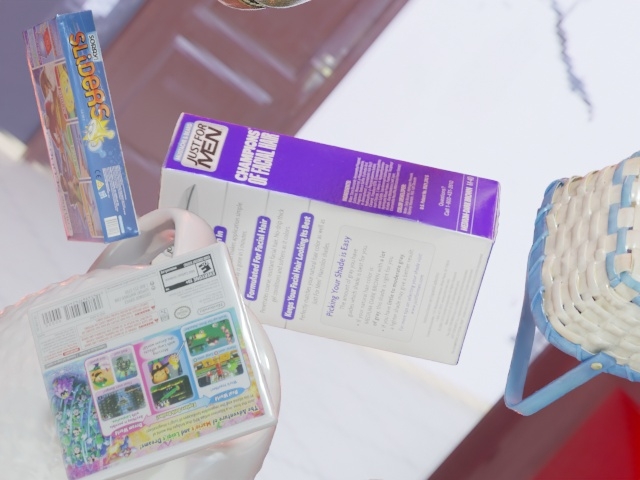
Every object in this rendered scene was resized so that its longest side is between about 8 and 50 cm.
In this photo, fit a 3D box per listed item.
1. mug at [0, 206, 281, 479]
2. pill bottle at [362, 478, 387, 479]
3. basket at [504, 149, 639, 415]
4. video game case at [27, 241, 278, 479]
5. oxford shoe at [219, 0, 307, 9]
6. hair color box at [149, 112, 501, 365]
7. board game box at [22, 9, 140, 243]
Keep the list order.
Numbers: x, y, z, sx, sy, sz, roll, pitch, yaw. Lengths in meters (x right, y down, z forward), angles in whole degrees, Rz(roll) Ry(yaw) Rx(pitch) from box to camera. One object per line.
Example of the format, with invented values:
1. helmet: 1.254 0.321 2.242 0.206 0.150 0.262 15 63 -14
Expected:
1. mug: -0.189 0.130 1.563 0.276 0.328 0.374 32 47 -24
2. pill bottle: 0.072 0.291 1.239 0.229 0.131 0.131 46 11 33
3. basket: 0.318 0.052 1.986 0.201 0.289 0.255 28 56 -24
4. video game case: -0.123 0.091 1.259 0.019 0.157 0.143 59 12 -69
5. oxford shoe: 0.068 -0.288 1.315 0.130 0.348 0.123 19 -30 53
6. hair color box: 0.000 0.000 1.794 0.339 0.185 0.110 12 41 -1
7. board game box: -0.217 -0.099 1.557 0.136 0.035 0.201 -176 -106 -67
